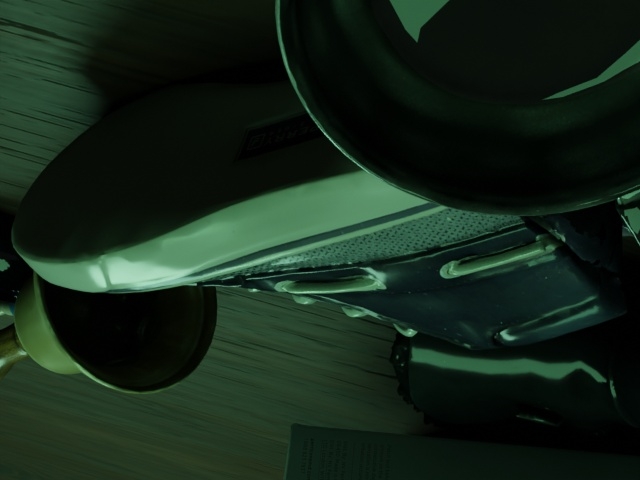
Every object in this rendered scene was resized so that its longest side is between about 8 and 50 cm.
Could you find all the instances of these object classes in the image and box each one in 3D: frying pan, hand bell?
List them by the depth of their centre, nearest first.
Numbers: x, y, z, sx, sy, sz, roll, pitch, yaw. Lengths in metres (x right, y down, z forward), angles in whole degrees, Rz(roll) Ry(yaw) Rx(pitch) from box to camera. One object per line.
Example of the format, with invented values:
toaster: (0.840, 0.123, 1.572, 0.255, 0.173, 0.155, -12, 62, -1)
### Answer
frying pan: (0.132, -0.064, 0.711, 0.326, 0.053, 0.197, 31, 122, -23)
hand bell: (-0.187, 0.062, 1.127, 0.126, 0.126, 0.242, 32, 145, -28)

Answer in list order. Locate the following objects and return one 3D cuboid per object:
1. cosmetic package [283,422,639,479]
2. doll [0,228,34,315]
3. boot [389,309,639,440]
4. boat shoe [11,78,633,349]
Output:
cosmetic package: (0.113, 0.258, 1.129, 0.284, 0.097, 0.377, 7, 144, 2)
doll: (-0.207, 0.020, 1.179, 0.189, 0.046, 0.129, 16, 146, -11)
boot: (0.139, 0.070, 0.944, 0.207, 0.094, 0.246, 9, 177, 7)
boat shoe: (0.000, 0.000, 0.907, 0.340, 0.127, 0.158, -9, 137, 42)
